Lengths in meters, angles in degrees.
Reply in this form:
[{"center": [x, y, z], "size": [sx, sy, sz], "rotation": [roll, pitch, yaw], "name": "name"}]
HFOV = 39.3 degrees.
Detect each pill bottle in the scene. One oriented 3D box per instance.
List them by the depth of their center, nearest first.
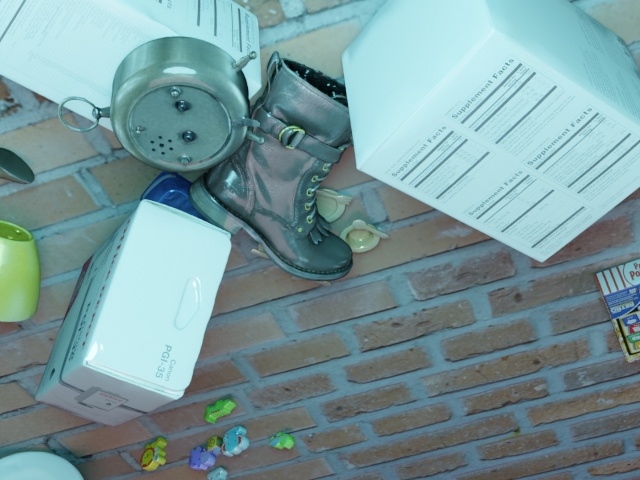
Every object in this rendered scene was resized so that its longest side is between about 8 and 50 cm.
[{"center": [-0.514, 0.552, 1.598], "size": [0.204, 0.204, 0.361], "rotation": [4, 136, -10], "name": "pill bottle"}]

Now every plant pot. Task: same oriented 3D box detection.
[{"center": [-0.411, 0.029, 1.134], "size": [0.134, 0.134, 0.095], "rotation": [19, 103, -23], "name": "plant pot"}]

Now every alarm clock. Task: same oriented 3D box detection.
[{"center": [-0.151, -0.121, 0.844], "size": [0.192, 0.064, 0.129], "rotation": [-3, 135, 0], "name": "alarm clock"}]

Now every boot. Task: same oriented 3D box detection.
[{"center": [-0.006, -0.079, 1.070], "size": [0.263, 0.091, 0.229], "rotation": [28, 118, -30], "name": "boot"}, {"center": [-0.414, -0.067, 1.083], "size": [0.106, 0.037, 0.114], "rotation": [31, 123, -16], "name": "boot"}]

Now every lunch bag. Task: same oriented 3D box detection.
[{"center": [-0.172, -0.038, 1.120], "size": [0.067, 0.065, 0.098], "rotation": [-44, 125, 14], "name": "lunch bag"}]

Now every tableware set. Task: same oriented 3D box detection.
[{"center": [0.000, 0.000, 1.208], "size": [0.141, 0.020, 0.169], "rotation": [28, 128, -30], "name": "tableware set"}]

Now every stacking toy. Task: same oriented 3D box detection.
[{"center": [-0.176, 0.363, 1.545], "size": [0.221, 0.052, 0.167], "rotation": [-34, 130, 26], "name": "stacking toy"}]

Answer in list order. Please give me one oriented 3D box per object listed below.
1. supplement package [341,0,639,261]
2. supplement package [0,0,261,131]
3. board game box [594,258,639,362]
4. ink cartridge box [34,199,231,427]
[{"center": [0.190, -0.147, 0.944], "size": [0.263, 0.199, 0.198], "rotation": [24, 129, -28], "name": "supplement package"}, {"center": [-0.196, -0.204, 0.893], "size": [0.244, 0.134, 0.139], "rotation": [27, 126, -30], "name": "supplement package"}, {"center": [0.507, 0.098, 1.344], "size": [0.147, 0.045, 0.193], "rotation": [-20, 134, 14], "name": "board game box"}, {"center": [-0.231, 0.096, 1.080], "size": [0.117, 0.207, 0.283], "rotation": [24, 154, -19], "name": "ink cartridge box"}]
